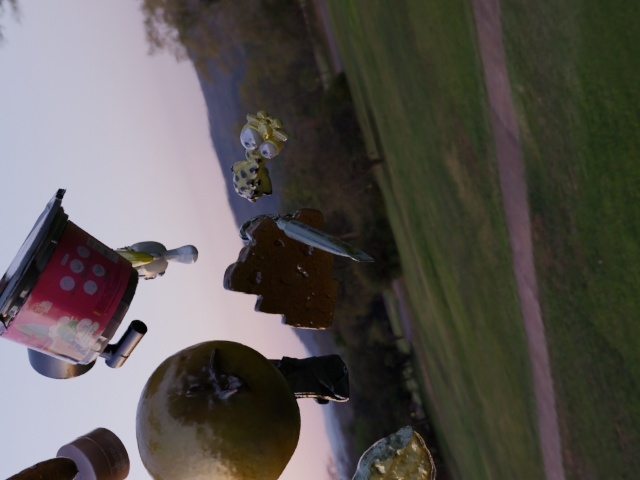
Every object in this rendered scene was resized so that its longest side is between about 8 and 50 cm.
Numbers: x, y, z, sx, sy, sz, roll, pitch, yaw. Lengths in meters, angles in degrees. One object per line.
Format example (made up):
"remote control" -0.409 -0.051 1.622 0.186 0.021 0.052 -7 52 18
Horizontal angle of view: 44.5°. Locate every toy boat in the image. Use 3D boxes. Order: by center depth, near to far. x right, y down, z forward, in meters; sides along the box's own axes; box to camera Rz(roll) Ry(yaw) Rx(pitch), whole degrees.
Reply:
"toy boat" -0.133 -0.030 1.865 0.052 0.104 0.210 56 160 -17

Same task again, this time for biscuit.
"biscuit" -0.068 0.084 1.755 0.301 0.278 0.043 60 161 -16
"biscuit" 0.183 0.707 2.294 0.078 0.335 0.329 -142 44 -66

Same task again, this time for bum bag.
"bum bag" -0.051 0.321 1.814 0.060 0.248 0.123 120 145 -49

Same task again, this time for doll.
"doll" -0.143 -0.186 1.800 0.086 0.117 0.291 -61 -1 -35
"doll" -0.501 0.058 2.187 0.237 0.252 0.111 -16 79 52

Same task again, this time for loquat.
"loquat" -0.207 0.381 1.571 0.359 0.329 0.328 101 158 -45

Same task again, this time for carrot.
"carrot" -0.523 0.435 1.401 0.186 0.060 0.060 -10 -99 -49

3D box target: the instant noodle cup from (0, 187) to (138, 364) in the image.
"instant noodle cup" -0.407 0.083 1.248 0.258 0.182 0.302 -15 47 62

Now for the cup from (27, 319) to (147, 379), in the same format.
"cup" -0.496 0.190 1.599 0.166 0.239 0.177 -43 -28 -53

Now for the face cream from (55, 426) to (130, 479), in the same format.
"face cream" -0.544 0.535 1.870 0.104 0.149 0.149 -23 -82 -53

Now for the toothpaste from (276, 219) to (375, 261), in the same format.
"toothpaste" 0.000 0.000 1.531 0.255 0.067 0.037 24 101 46
